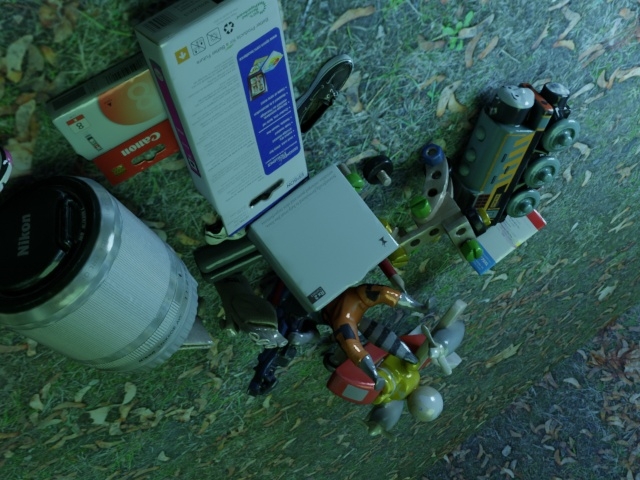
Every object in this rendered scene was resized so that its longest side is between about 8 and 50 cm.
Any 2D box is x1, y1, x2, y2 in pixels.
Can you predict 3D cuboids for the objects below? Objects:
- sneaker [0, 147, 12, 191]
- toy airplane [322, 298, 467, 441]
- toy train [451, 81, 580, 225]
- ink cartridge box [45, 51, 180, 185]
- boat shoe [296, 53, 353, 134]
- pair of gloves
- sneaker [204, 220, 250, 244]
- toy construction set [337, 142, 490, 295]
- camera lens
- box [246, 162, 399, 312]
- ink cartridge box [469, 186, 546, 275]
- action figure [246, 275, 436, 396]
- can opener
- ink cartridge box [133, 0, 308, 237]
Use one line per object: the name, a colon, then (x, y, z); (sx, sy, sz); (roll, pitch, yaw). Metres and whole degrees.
sneaker: (-0.467, -0.069, 0.822); (0.171, 0.063, 0.075); (-29, 151, 2)
toy airplane: (0.228, 0.334, 1.682); (0.385, 0.272, 0.386); (-32, 145, -3)
toy train: (0.369, -0.163, 1.324); (0.190, 0.142, 0.333); (-5, 137, -21)
ink cartridge box: (-0.261, -0.149, 0.909); (0.145, 0.045, 0.179); (-30, 143, -4)
boat shoe: (0.005, -0.223, 1.033); (0.142, 0.040, 0.049); (-47, 143, 19)
pair of gloves: (-0.192, 0.126, 1.156); (0.240, 0.204, 0.042); (1, 119, -40)
sneaker: (-0.161, -0.020, 1.154); (0.083, 0.032, 0.037); (-22, 144, -17)
toy construction set: (0.186, 0.000, 1.276); (0.258, 0.237, 0.308); (-20, 144, -18)
camera lens: (-0.327, 0.056, 0.948); (0.219, 0.219, 0.274); (-34, 145, 1)
box: (0.000, 0.000, 1.129); (0.181, 0.182, 0.119); (-37, 180, -12)
ink cartridge box: (0.425, -0.028, 1.522); (0.231, 0.078, 0.134); (-39, -178, 9)
action figure: (0.009, 0.174, 1.279); (0.341, 0.330, 0.178); (-61, 149, -8)
can opener: (-0.086, 0.005, 1.202); (0.281, 0.093, 0.074); (-21, 144, -9)
ink cartridge box: (-0.118, -0.177, 0.937); (0.176, 0.069, 0.370); (-39, 146, -20)
